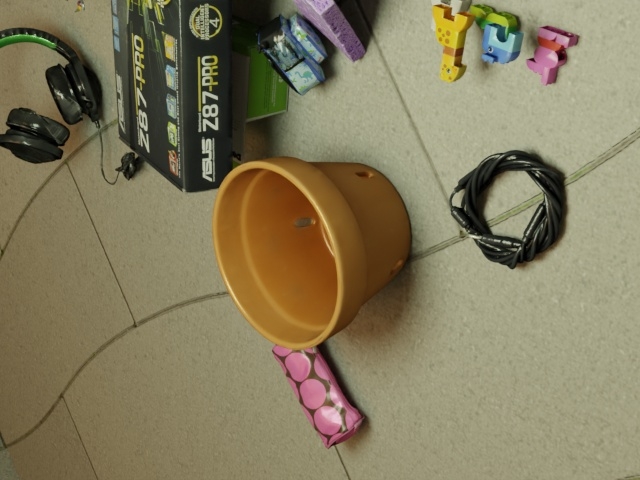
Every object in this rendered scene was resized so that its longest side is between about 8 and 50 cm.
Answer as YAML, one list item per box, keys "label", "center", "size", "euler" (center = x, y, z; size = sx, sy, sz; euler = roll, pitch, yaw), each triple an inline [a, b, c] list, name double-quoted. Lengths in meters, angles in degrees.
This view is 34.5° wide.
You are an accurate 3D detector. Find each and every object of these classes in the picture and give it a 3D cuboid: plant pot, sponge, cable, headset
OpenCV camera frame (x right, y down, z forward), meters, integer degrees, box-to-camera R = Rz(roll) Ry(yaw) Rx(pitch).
- label: "plant pot"
  center: [0.000, 0.000, 1.589]
  size: [0.291, 0.203, 0.291]
  euler: [21, 120, 42]
- label: "sponge"
  center: [-0.003, -0.330, 1.470]
  size: [0.031, 0.210, 0.117]
  euler: [-44, 74, 3]
- label: "cable"
  center: [0.258, -0.042, 1.405]
  size: [0.184, 0.047, 0.150]
  euler: [-36, 78, 48]
- label: "headset"
  center: [-0.528, -0.256, 2.057]
  size: [0.394, 0.243, 0.185]
  euler: [40, 168, -9]

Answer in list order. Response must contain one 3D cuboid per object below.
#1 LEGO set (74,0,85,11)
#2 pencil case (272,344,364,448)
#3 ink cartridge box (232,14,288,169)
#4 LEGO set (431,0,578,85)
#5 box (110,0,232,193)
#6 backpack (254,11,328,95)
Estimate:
- label: "LEGO set"
  center: [-0.464, -0.601, 1.861]
  size: [0.331, 0.192, 0.255]
  euler: [50, 136, 21]
- label: "pencil case"
  center: [-0.001, 0.250, 1.788]
  size: [0.098, 0.095, 0.209]
  euler: [-37, 79, 33]
- label: "ink cartridge box"
  center: [-0.151, -0.236, 1.743]
  size: [0.189, 0.097, 0.255]
  euler: [29, 127, 38]
- label: "LEGO set"
  center: [0.207, -0.249, 1.344]
  size: [0.227, 0.087, 0.093]
  euler: [31, 127, 38]
- label: "box"
  center: [-0.239, -0.310, 1.634]
  size: [0.318, 0.097, 0.395]
  euler: [39, 133, 54]
- label: "backpack"
  center: [-0.036, -0.287, 1.584]
  size: [0.084, 0.105, 0.114]
  euler: [-32, 115, 11]
